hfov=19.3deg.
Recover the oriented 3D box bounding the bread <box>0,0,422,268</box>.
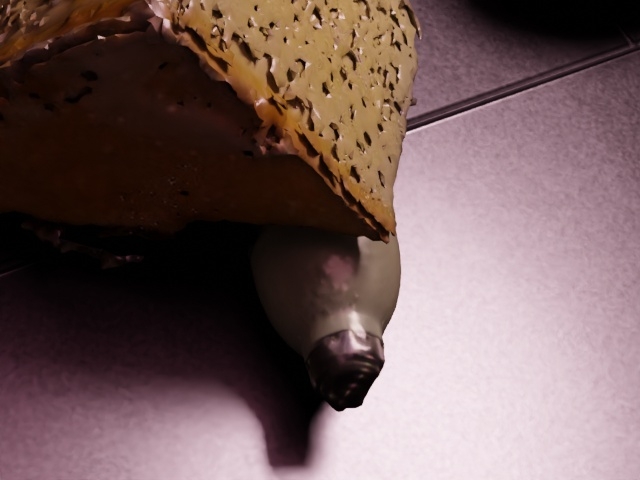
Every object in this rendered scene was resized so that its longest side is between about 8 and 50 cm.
[{"bbox_3d":[-0.119,-0.090,1.218,0.279,0.315,0.248,37,45,-29],"label":"bread"}]

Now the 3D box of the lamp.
[{"bbox_3d":[0.000,0.000,1.237,0.101,0.101,0.250,3,47,-18],"label":"lamp"}]
